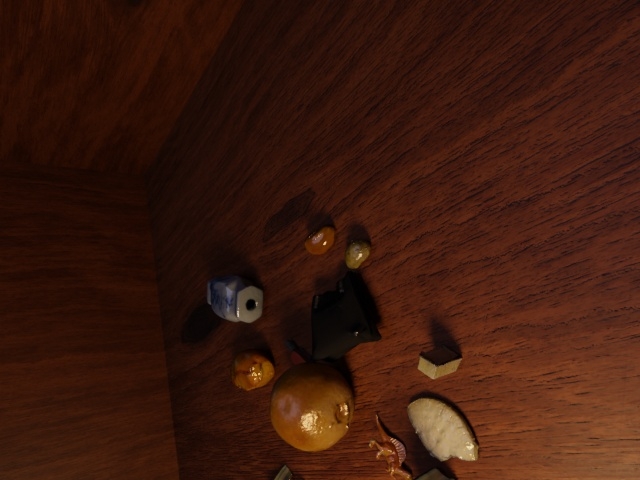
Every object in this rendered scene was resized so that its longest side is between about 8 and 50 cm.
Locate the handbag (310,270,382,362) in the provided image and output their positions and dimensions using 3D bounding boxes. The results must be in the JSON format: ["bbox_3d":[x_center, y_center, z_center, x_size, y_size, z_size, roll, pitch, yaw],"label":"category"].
[{"bbox_3d":[0.072,0.294,1.649,0.342,0.152,0.287,-38,49,40],"label":"handbag"}]

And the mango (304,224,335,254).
[{"bbox_3d":[-0.004,0.001,1.791,0.159,0.084,0.105,-42,63,42],"label":"mango"}]

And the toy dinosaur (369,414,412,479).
[{"bbox_3d":[0.243,0.725,1.485,0.142,0.057,0.212,-11,82,39],"label":"toy dinosaur"}]

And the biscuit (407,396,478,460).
[{"bbox_3d":[0.372,0.596,1.339,0.265,0.040,0.188,19,102,50],"label":"biscuit"}]

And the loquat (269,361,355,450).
[{"bbox_3d":[-0.033,0.621,1.626,0.328,0.329,0.328,-2,87,51],"label":"loquat"}]

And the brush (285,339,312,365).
[{"bbox_3d":[-0.072,0.543,1.885,0.323,0.051,0.070,38,121,45],"label":"brush"}]

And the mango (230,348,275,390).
[{"bbox_3d":[-0.352,0.651,2.149,0.350,0.201,0.199,-28,31,56],"label":"mango"}]

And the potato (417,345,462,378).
[{"bbox_3d":[0.357,0.368,1.300,0.086,0.122,0.061,26,116,50],"label":"potato"}]

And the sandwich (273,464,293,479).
[{"bbox_3d":[-0.166,1.158,2.014,0.079,0.113,0.163,19,69,51],"label":"sandwich"}]

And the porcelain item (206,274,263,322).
[{"bbox_3d":[-0.462,0.303,2.283,0.405,0.179,0.242,7,96,54],"label":"porcelain item"}]

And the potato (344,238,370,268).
[{"bbox_3d":[0.134,0.051,1.626,0.138,0.070,0.091,-53,49,36],"label":"potato"}]

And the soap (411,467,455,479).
[{"bbox_3d":[0.292,0.788,1.257,0.094,0.262,0.150,11,98,48],"label":"soap"}]
